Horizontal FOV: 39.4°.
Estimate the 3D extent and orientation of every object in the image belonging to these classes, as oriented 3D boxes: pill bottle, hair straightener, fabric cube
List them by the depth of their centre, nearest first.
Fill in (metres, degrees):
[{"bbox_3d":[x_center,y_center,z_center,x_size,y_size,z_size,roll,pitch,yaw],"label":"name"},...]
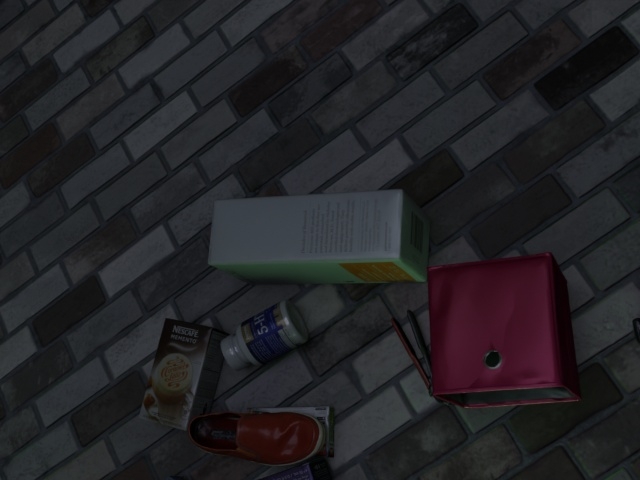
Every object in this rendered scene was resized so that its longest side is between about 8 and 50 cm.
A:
[{"bbox_3d":[0.371,0.190,1.803,0.254,0.259,0.258,-7,72,22],"label":"fabric cube"},{"bbox_3d":[0.240,0.251,1.957,0.089,0.047,0.231,-31,66,12],"label":"hair straightener"},{"bbox_3d":[-0.133,0.226,2.083,0.186,0.112,0.112,-29,66,12],"label":"pill bottle"}]

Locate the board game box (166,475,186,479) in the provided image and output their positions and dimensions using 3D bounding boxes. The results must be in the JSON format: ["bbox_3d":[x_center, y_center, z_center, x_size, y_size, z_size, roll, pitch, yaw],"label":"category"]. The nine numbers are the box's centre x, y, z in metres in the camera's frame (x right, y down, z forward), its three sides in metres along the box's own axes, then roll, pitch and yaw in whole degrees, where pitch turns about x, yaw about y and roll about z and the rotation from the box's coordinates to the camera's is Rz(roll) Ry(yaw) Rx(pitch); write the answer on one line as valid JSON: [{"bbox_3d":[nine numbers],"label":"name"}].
[{"bbox_3d":[-0.293,0.637,2.058,0.194,0.060,0.194,-11,72,19],"label":"board game box"}]

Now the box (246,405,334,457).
[{"bbox_3d":[-0.071,0.437,2.037,0.206,0.036,0.114,-5,73,21],"label":"box"}]

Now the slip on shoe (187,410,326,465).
[{"bbox_3d":[-0.148,0.434,1.993,0.331,0.101,0.123,0,73,21],"label":"slip on shoe"}]

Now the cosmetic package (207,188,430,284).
[{"bbox_3d":[0.000,0.000,2.030,0.452,0.230,0.162,-2,75,23],"label":"cosmetic package"}]

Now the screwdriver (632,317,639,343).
[{"bbox_3d":[0.665,0.238,1.804,0.025,0.024,0.170,-13,74,-12],"label":"screwdriver"}]

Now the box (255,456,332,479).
[{"bbox_3d":[-0.041,0.592,1.924,0.153,0.108,0.207,-24,75,15],"label":"box"}]

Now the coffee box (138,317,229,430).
[{"bbox_3d":[-0.325,0.322,2.142,0.141,0.098,0.247,8,78,24],"label":"coffee box"}]
